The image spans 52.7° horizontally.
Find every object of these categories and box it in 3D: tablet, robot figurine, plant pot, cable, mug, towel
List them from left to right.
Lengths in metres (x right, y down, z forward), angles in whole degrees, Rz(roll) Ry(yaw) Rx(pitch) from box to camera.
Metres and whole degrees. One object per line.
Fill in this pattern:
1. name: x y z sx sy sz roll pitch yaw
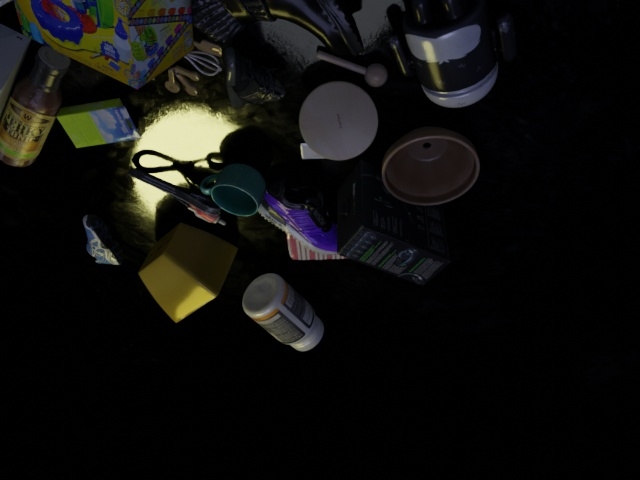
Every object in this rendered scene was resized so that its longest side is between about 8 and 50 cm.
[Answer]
1. cable: -0.380 -0.110 1.739 0.287 0.139 0.072 20 99 -25
2. plant pot: -0.404 0.077 1.910 0.212 0.212 0.187 -32 117 34
3. mug: -0.222 -0.147 1.699 0.158 0.097 0.129 30 146 -16
4. tablet: -0.009 -0.231 1.670 0.083 0.006 0.054 -1 139 3
5. towel: 0.000 0.000 1.929 0.197 0.029 0.144 -1 137 3
6. plant pot: 0.271 -0.205 1.612 0.238 0.109 0.237 2 140 2
7. robot figurine: 0.269 -0.407 1.331 0.174 0.209 0.278 -39 135 -9

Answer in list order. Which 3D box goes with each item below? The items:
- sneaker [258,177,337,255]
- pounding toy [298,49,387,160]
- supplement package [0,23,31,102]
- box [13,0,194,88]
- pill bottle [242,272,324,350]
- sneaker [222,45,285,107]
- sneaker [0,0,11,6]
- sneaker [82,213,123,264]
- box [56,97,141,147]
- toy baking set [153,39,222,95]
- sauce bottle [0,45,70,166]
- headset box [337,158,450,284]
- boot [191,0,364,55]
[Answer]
1. sneaker: -0.025 -0.071 1.773 0.293 0.102 0.146 30 127 -21
2. pounding toy: 0.052 -0.313 1.520 0.183 0.110 0.236 15 110 1
3. supplement package: -0.797 -0.344 1.417 0.198 0.199 0.263 25 134 -24
4. box: -0.405 -0.481 1.178 0.290 0.177 0.279 26 141 16
5. pill bottle: -0.115 0.241 2.110 0.162 0.162 0.278 -20 135 24
6. sneaker: -0.148 -0.364 1.421 0.131 0.087 0.227 -7 167 -1
7. sneaker: -0.685 -0.514 1.335 0.162 0.063 0.073 -20 118 17
8. sneaker: -0.662 0.006 1.918 0.081 0.080 0.211 -7 138 5
9. box: -0.541 -0.289 1.593 0.178 0.042 0.109 -7 140 9
10. toy baking set: -0.321 -0.408 1.409 0.197 0.030 0.256 33 150 -25
11. sauce bottle: -0.678 -0.313 1.520 0.112 0.111 0.344 23 135 -23
12. headset box: 0.178 -0.049 1.692 0.283 0.246 0.131 20 136 -21
13. boot: -0.099 -0.459 1.304 0.260 0.131 0.348 -31 119 24
